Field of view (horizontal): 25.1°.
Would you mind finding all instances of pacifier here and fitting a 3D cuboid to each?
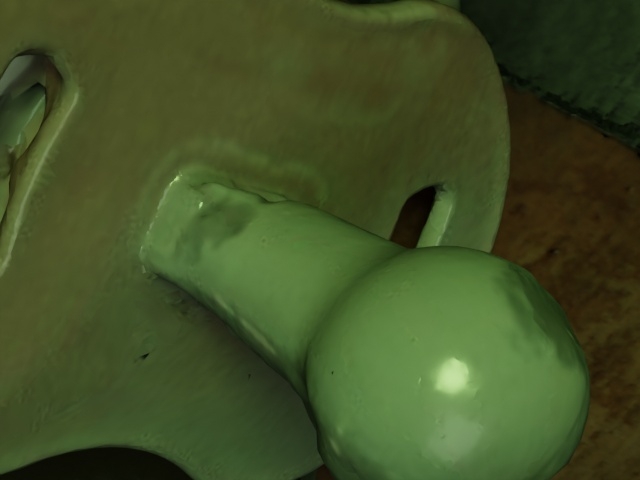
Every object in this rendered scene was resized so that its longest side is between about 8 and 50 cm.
[{"bbox_3d":[-0.025,0.003,0.551,0.220,0.273,0.332,-34,148,31],"label":"pacifier"}]

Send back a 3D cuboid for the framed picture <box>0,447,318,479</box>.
[{"bbox_3d":[-0.123,0.085,0.728,0.260,0.023,0.189,4,122,-7],"label":"framed picture"}]
